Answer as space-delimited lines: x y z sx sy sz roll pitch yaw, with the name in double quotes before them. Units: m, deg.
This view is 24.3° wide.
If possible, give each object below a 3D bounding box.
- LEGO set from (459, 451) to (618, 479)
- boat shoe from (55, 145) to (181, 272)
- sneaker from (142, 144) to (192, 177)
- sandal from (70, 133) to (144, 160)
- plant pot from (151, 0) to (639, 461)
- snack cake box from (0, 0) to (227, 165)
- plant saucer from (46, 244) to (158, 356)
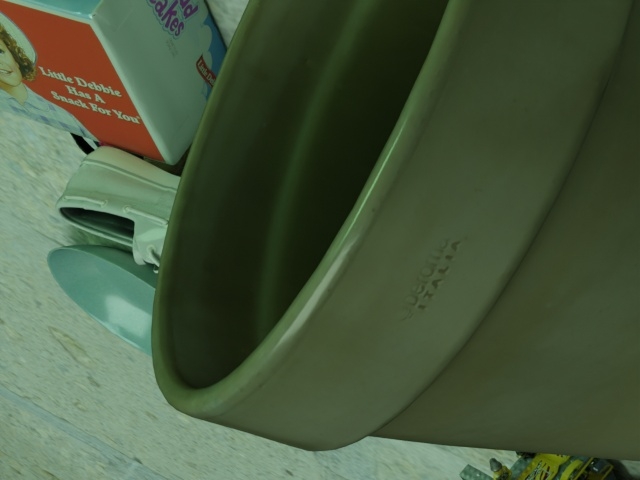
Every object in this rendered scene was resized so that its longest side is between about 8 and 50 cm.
"LEGO set" 0.181 0.270 1.126 0.255 0.331 0.192 37 165 51
"boat shoe" -0.101 -0.008 0.981 0.184 0.063 0.066 25 156 27
"sneaker" 0.000 0.000 1.051 0.282 0.099 0.153 16 147 48
"sandal" -0.185 -0.098 1.169 0.179 0.040 0.067 44 154 -24
"plant pot" 0.116 -0.032 0.653 0.280 0.323 0.323 22 159 -16
"snack cake box" -0.203 -0.160 1.015 0.264 0.089 0.152 19 152 28
"plant saucer" -0.178 0.056 1.458 0.195 0.037 0.195 26 155 13
